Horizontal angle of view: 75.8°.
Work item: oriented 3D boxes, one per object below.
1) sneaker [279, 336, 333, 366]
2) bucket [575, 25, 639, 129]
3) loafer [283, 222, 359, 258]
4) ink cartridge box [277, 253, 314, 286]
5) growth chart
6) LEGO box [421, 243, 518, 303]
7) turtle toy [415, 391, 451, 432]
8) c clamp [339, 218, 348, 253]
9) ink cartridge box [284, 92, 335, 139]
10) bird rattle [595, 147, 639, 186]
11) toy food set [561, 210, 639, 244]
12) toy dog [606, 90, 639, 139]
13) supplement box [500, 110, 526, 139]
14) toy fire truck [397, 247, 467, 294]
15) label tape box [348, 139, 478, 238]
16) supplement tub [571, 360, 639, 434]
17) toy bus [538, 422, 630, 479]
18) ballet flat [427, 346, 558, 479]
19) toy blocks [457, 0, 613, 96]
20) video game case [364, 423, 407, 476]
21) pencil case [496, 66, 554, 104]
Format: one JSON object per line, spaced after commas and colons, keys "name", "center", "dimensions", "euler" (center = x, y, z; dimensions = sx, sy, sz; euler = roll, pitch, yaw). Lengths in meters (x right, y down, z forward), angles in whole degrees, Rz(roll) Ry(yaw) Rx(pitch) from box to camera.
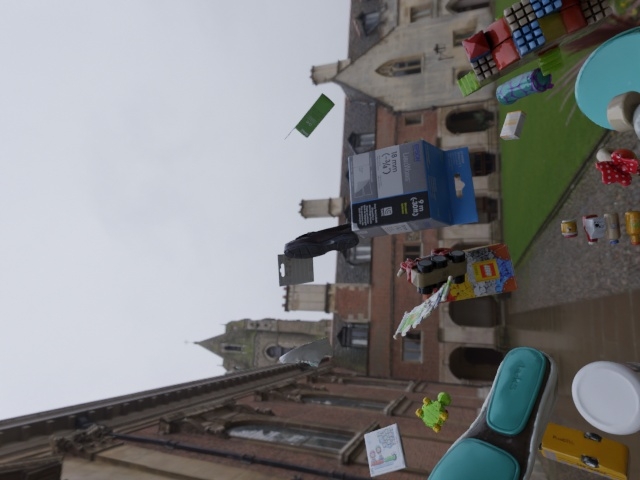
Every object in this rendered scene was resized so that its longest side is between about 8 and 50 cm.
{"name": "sneaker", "center": [-0.045, 0.435, 1.540], "dimensions": [0.213, 0.080, 0.094], "euler": [-13, -106, -28]}
{"name": "bucket", "center": [0.852, -0.431, 1.105], "dimensions": [0.183, 0.281, 0.280], "euler": [-24, -66, -37]}
{"name": "loafer", "center": [0.000, 0.000, 1.656], "dimensions": [0.109, 0.303, 0.095], "euler": [76, -175, -54]}
{"name": "ink cartridge box", "center": [-0.114, 0.123, 1.812], "dimensions": [0.180, 0.045, 0.145], "euler": [-5, -86, -31]}
{"name": "growth chart", "center": [0.333, 0.221, 1.328], "dimensions": [0.021, 0.237, 0.172], "euler": [44, -151, 2]}
{"name": "LEGO box", "center": [0.662, 0.143, 1.883], "dimensions": [0.500, 0.373, 0.192], "euler": [1, -104, -69]}
{"name": "turtle toy", "center": [0.385, 0.561, 1.361], "dimensions": [0.066, 0.095, 0.130], "euler": [16, -74, -50]}
{"name": "c clamp", "center": [0.094, -0.015, 1.756], "dimensions": [0.160, 0.022, 0.137], "euler": [-52, -31, -75]}
{"name": "ink cartridge box", "center": [-0.039, -0.431, 1.490], "dimensions": [0.062, 0.209, 0.109], "euler": [39, -166, -13]}
{"name": "bird rattle", "center": [0.999, -0.241, 1.350], "dimensions": [0.206, 0.254, 0.142], "euler": [-101, 13, -54]}
{"name": "toy food set", "center": [0.872, -0.024, 1.299], "dimensions": [0.111, 0.233, 0.104], "euler": [-104, 4, -84]}
{"name": "toy dog", "center": [0.765, -0.210, 0.846], "dimensions": [0.220, 0.335, 0.160], "euler": [21, -100, -89]}
{"name": "supplement box", "center": [0.724, -0.431, 1.545], "dimensions": [0.036, 0.062, 0.098], "euler": [21, -93, -29]}
{"name": "toy fire truck", "center": [0.405, 0.103, 1.583], "dimensions": [0.246, 0.217, 0.158], "euler": [-141, 39, -60]}
{"name": "label tape box", "center": [0.255, -0.151, 1.173], "dimensions": [0.106, 0.334, 0.240], "euler": [32, -127, -61]}
{"name": "supplement tub", "center": [0.882, 0.448, 1.186], "dimensions": [0.273, 0.191, 0.190], "euler": [13, -107, -33]}
{"name": "toy bus", "center": [0.934, 0.766, 1.522], "dimensions": [0.130, 0.333, 0.108], "euler": [53, -126, -35]}
{"name": "ballet flat", "center": [0.311, 0.367, 0.703], "dimensions": [0.400, 0.139, 0.139], "euler": [-46, -43, -26]}
{"name": "toy blocks", "center": [0.486, -0.481, 0.943], "dimensions": [0.190, 0.382, 0.261], "euler": [66, -153, -3]}
{"name": "video game case", "center": [0.232, 0.756, 1.484], "dimensions": [0.019, 0.157, 0.143], "euler": [28, -141, -36]}
{"name": "pencil case", "center": [0.561, -0.423, 1.138], "dimensions": [0.064, 0.070, 0.152], "euler": [-56, 13, -3]}
